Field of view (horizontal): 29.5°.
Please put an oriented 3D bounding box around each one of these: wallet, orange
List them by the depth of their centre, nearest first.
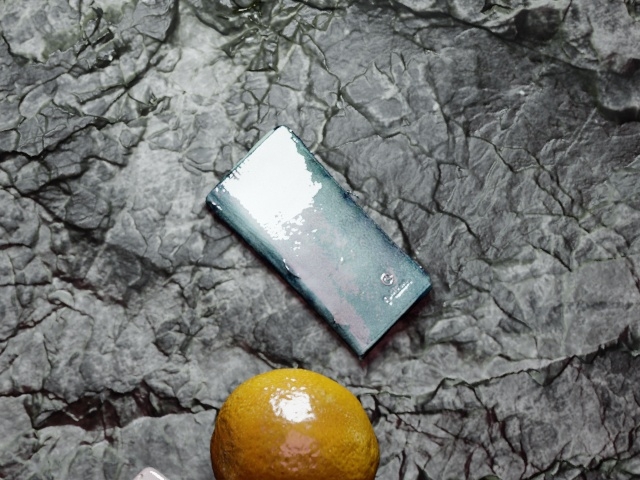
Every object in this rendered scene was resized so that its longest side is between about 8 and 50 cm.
[{"bbox_3d":[-0.035,0.323,1.849,0.264,0.264,0.264,2,80,-10],"label":"orange"},{"bbox_3d":[0.000,0.000,2.013,0.379,0.046,0.191,45,77,-1],"label":"wallet"}]

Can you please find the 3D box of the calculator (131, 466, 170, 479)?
[{"bbox_3d":[-0.240,0.425,1.877,0.175,0.032,0.100,32,71,16],"label":"calculator"}]
